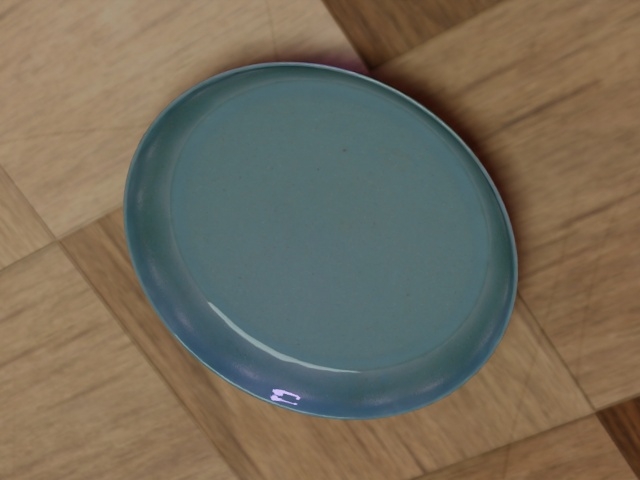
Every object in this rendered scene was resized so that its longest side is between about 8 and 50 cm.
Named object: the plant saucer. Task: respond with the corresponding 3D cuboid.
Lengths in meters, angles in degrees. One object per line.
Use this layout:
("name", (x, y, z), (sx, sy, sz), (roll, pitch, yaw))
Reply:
("plant saucer", (0.000, 0.000, 1.156), (0.318, 0.043, 0.317), (8, 121, 14))
